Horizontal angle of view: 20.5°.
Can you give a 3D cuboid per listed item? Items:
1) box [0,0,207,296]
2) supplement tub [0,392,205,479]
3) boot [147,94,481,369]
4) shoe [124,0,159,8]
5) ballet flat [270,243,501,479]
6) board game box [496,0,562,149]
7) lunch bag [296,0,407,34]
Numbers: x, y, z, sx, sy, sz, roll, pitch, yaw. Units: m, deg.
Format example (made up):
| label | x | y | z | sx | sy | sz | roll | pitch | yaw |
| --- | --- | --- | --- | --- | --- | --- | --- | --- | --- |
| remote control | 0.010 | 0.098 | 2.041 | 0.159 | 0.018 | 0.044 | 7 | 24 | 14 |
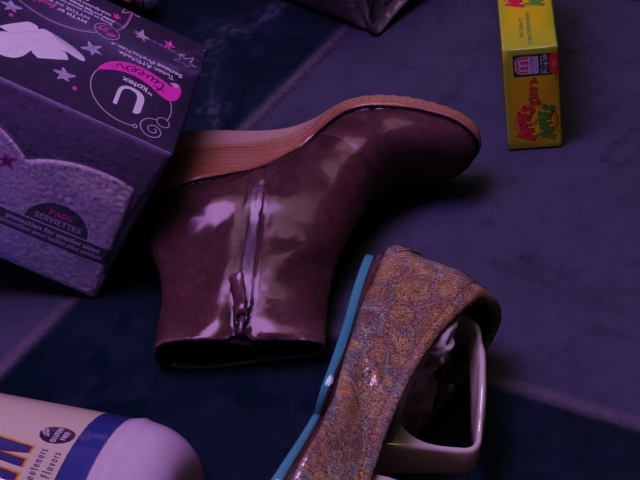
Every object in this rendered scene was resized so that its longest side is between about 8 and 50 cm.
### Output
| label | x | y | z | sx | sy | sz | roll | pitch | yaw |
| --- | --- | --- | --- | --- | --- | --- | --- | --- | --- |
| box | -0.233 | -0.095 | 1.269 | 0.247 | 0.163 | 0.142 | 25 | 39 | -10 |
| supplement tub | -0.238 | 0.181 | 0.895 | 0.325 | 0.235 | 0.235 | 9 | 40 | 7 |
| boot | 0.000 | 0.000 | 1.267 | 0.248 | 0.090 | 0.207 | -6 | 50 | 2 |
| shoe | -0.209 | -0.248 | 1.622 | 0.081 | 0.063 | 0.178 | -21 | 34 | -13 |
| ballet flat | 0.032 | 0.133 | 1.051 | 0.123 | 0.123 | 0.348 | 6 | 40 | 18 |
| board game box | 0.164 | -0.163 | 1.411 | 0.043 | 0.092 | 0.181 | -4 | 38 | 6 |
| lunch bag | 0.034 | -0.356 | 1.579 | 0.235 | 0.169 | 0.287 | 27 | 67 | 37 |
